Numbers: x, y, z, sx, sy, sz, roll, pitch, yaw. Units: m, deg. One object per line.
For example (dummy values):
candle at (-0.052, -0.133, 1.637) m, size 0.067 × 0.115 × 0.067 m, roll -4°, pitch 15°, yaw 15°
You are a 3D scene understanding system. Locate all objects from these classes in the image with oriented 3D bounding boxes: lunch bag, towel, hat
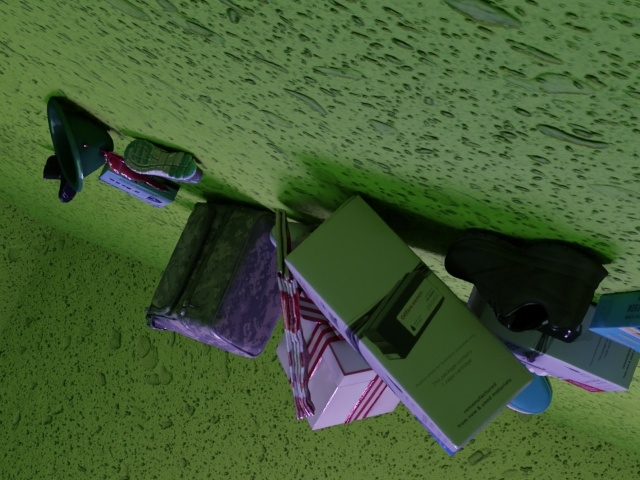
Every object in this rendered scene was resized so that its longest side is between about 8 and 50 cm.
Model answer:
lunch bag at (-0.214, 0.075, 1.966) m, size 0.256 × 0.305 × 0.212 m, roll 13°, pitch 165°, yaw 39°
towel at (-0.049, 0.136, 1.745) m, size 0.037 × 0.329 × 0.237 m, roll -7°, pitch -150°, yaw -1°
hat at (-0.399, -0.193, 1.759) m, size 0.173 × 0.183 × 0.208 m, roll 58°, pitch 153°, yaw 28°

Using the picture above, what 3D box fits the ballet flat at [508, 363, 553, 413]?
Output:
ballet flat at (0.413, 0.290, 2.279) m, size 0.400 × 0.139 × 0.139 m, roll 33°, pitch 166°, yaw -27°

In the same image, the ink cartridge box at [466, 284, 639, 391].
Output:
ink cartridge box at (0.390, 0.157, 1.604) m, size 0.273 × 0.114 × 0.197 m, roll 24°, pitch 170°, yaw 3°

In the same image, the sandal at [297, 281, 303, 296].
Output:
sandal at (-0.089, 0.139, 2.676) m, size 0.120 × 0.086 × 0.303 m, roll 24°, pitch -174°, yaw -40°

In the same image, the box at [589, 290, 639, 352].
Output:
box at (0.493, 0.118, 1.338) m, size 0.100 × 0.060 × 0.244 m, roll 24°, pitch 170°, yaw -7°

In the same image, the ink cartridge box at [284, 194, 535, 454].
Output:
ink cartridge box at (0.141, 0.146, 1.526) m, size 0.395 × 0.166 × 0.285 m, roll 47°, pitch 174°, yaw 15°

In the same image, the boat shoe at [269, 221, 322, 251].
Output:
boat shoe at (0.000, 0.000, 1.809) m, size 0.226 × 0.083 × 0.076 m, roll 21°, pitch 141°, yaw 23°

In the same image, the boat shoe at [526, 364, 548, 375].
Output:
boat shoe at (0.520, 0.284, 2.134) m, size 0.063 × 0.066 × 0.184 m, roll 9°, pitch 167°, yaw 1°

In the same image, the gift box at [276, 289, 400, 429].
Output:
gift box at (0.054, 0.221, 2.019) m, size 0.255 × 0.258 × 0.276 m, roll -11°, pitch -125°, yaw -33°

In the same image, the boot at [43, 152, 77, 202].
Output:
boot at (-0.622, -0.151, 2.225) m, size 0.099 × 0.121 × 0.045 m, roll 11°, pitch 163°, yaw 27°

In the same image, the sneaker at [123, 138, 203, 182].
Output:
sneaker at (-0.290, -0.138, 1.727) m, size 0.166 × 0.065 × 0.076 m, roll 21°, pitch 175°, yaw 24°

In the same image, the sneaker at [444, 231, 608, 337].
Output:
sneaker at (0.273, 0.065, 1.351) m, size 0.109 × 0.130 × 0.286 m, roll 27°, pitch 171°, yaw -30°

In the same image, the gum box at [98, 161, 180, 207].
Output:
gum box at (-0.408, -0.129, 2.079) m, size 0.157 × 0.041 × 0.184 m, roll 26°, pitch 170°, yaw -17°
